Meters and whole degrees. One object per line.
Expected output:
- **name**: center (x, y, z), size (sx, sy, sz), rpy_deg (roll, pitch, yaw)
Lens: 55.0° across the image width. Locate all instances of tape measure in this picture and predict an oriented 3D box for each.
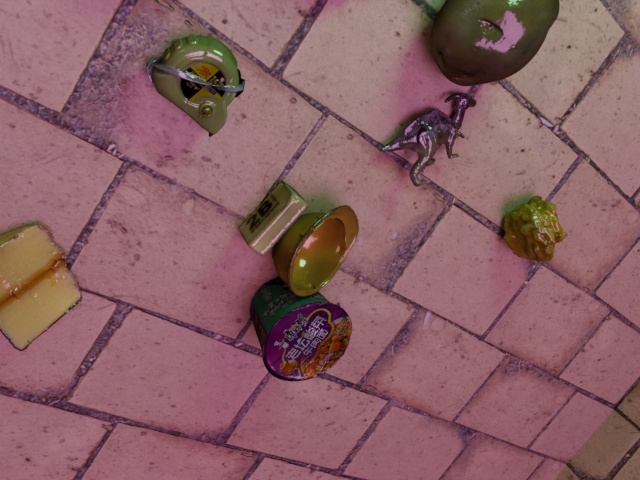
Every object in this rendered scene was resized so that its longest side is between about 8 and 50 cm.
- **tape measure**: center (-0.254, -0.341, 1.291), size (0.175, 0.106, 0.200), rpy_deg (-42, 126, 18)

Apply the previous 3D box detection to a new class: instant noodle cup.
- **instant noodle cup**: center (-0.067, 0.219, 1.637), size (0.251, 0.190, 0.251), rpy_deg (-12, 122, -20)

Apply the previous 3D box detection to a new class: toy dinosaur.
- **toy dinosaur**: center (0.296, -0.270, 1.613), size (0.294, 0.077, 0.162), rpy_deg (-39, 123, -19)

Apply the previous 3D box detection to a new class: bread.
- **bread**: center (-0.632, 0.094, 1.331), size (0.178, 0.135, 0.240), rpy_deg (-27, 123, -10)

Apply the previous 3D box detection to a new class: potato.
- **potato**: center (0.412, -0.513, 1.432), size (0.243, 0.221, 0.326), rpy_deg (42, 92, -2)

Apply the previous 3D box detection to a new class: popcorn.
- **popcorn**: center (0.648, -0.031, 1.849), size (0.156, 0.197, 0.197), rpy_deg (-21, 124, -15)

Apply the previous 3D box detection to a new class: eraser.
- **eraser**: center (-0.118, -0.056, 1.506), size (0.172, 0.117, 0.058), rpy_deg (-47, 121, 5)

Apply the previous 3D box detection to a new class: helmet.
- **helmet**: center (-0.036, 0.007, 1.547), size (0.257, 0.140, 0.205), rpy_deg (-52, 144, -18)

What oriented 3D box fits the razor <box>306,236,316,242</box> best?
- **razor**: center (0.002, 0.002, 1.649), size (0.155, 0.028, 0.044), rpy_deg (14, 110, -31)
